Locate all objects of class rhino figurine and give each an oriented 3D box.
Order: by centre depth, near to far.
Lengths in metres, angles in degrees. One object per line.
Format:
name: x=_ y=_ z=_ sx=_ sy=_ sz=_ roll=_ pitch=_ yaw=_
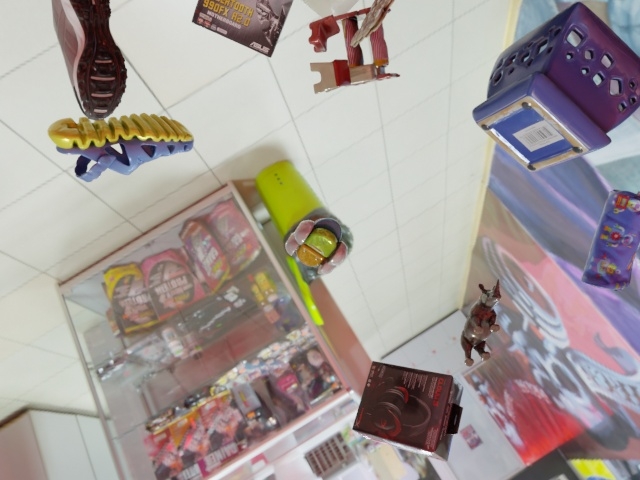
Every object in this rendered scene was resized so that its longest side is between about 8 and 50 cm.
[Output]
rhino figurine: x=0.422 y=0.204 z=1.340 sx=0.073 sy=0.106 sz=0.243 roll=9 pitch=116 yaw=0

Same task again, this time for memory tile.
memory tile: x=0.097 y=-0.389 z=0.872 sx=0.113 sy=0.012 sz=0.148 roll=-60 pitch=-165 yaw=0

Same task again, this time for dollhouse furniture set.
dollhouse furniture set: x=0.095 y=-0.521 z=1.388 sx=0.152 sy=0.202 sz=0.374 roll=-5 pitch=-163 yaw=21

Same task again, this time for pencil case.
pencil case: x=0.878 y=0.001 z=1.515 sx=0.119 sy=0.133 sz=0.306 roll=-5 pitch=112 yaw=-49

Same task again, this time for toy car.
toy car: x=0.000 y=0.000 z=1.489 sx=0.136 sy=0.159 sz=0.182 roll=-59 pitch=-174 yaw=-32

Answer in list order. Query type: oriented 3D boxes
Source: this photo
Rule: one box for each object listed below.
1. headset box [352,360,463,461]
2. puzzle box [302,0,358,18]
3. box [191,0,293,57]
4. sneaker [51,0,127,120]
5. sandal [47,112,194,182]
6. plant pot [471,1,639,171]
headset box: x=0.266 y=0.488 z=1.486 sx=0.110 sy=0.293 sz=0.218 roll=46 pitch=56 yaw=-44
puzzle box: x=0.108 y=-0.993 z=1.853 sx=0.409 sy=0.052 sz=0.272 roll=-40 pitch=153 yaw=23
box: x=-0.206 y=-0.626 z=1.384 sx=0.230 sy=0.056 sz=0.183 roll=19 pitch=111 yaw=-20
sneaker: x=-0.445 y=-0.366 z=0.980 sx=0.108 sy=0.272 sz=0.100 roll=2 pitch=-168 yaw=39
sandal: x=-0.455 y=-0.216 z=1.207 sx=0.317 sy=0.126 sz=0.138 roll=-8 pitch=127 yaw=-25
plant pot: x=0.469 y=-0.283 z=1.040 sx=0.212 sy=0.236 sz=0.236 roll=-54 pitch=-169 yaw=-17
